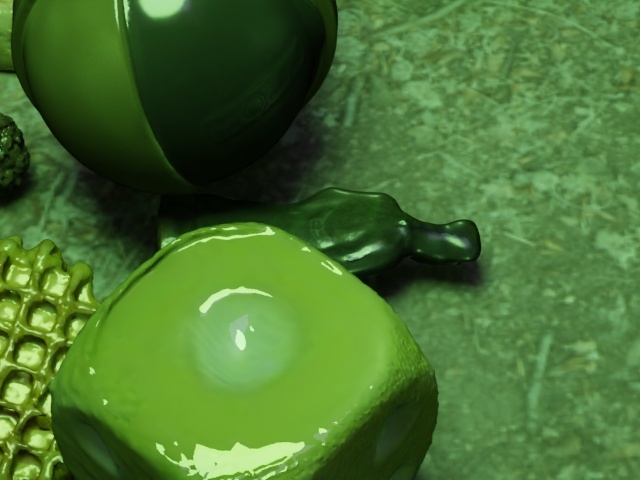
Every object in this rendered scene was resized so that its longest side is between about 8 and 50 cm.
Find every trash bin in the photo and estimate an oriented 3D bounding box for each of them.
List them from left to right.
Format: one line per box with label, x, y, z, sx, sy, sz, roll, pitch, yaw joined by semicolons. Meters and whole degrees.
trash bin;-0.094;-0.177;1.072;0.214;0.214;0.334;0;46;1

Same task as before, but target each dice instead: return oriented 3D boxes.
dice;-0.044;0.107;0.928;0.169;0.169;0.166;36;61;25

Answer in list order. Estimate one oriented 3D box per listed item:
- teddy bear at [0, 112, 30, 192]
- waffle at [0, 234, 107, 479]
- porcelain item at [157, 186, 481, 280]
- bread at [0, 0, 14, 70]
teddy bear;-0.318;-0.109;1.117;0.182;0.129;0.251;-39;61;-24
waffle;-0.205;0.083;1.013;0.191;0.038;0.191;3;63;-5
porcelain item;0.000;0.000;1.069;0.215;0.069;0.081;-3;41;0
bread;-0.242;-0.192;1.218;0.149;0.073;0.122;10;60;11
